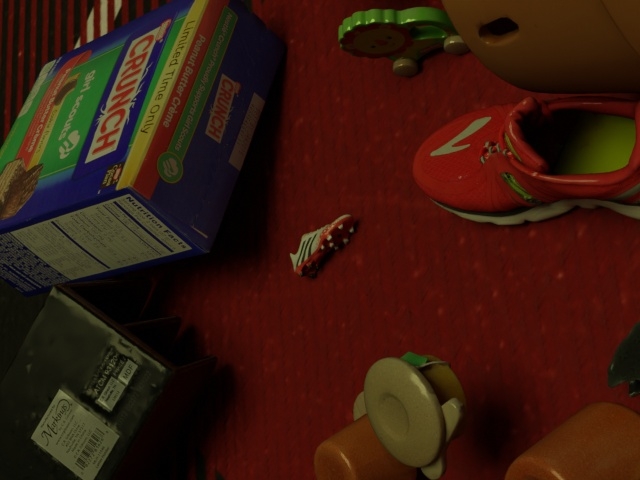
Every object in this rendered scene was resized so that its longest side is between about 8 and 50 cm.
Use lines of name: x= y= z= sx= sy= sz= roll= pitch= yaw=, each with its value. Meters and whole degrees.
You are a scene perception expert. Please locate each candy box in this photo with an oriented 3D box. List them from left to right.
candy box: x=-0.213 y=-0.099 z=1.351 sx=0.317 sy=0.122 sz=0.268 roll=-13 pitch=47 yaw=42

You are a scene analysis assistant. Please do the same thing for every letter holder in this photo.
letter holder: x=-0.234 y=0.204 z=1.313 sx=0.152 sy=0.214 sz=0.301 roll=34 pitch=101 yaw=15

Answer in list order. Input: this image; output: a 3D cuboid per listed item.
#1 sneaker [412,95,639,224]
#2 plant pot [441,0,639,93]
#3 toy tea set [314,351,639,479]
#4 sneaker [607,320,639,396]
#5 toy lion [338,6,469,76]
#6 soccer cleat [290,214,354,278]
sneaker: x=0.169 y=-0.076 z=0.985 sx=0.279 sy=0.118 sz=0.107 roll=-1 pitch=75 yaw=47
plant pot: x=0.210 y=-0.218 z=0.867 sx=0.203 sy=0.291 sz=0.290 roll=-14 pitch=66 yaw=47
toy tea set: x=0.135 y=0.177 z=0.966 sx=0.336 sy=0.124 sz=0.200 roll=30 pitch=128 yaw=45
sneaker: x=0.275 y=0.070 z=0.874 sx=0.170 sy=0.051 sz=0.089 roll=2 pitch=77 yaw=52
toy lion: x=0.070 y=-0.185 z=1.147 sx=0.100 sy=0.096 sz=0.034 roll=-18 pitch=64 yaw=42
soccer cleat: x=0.000 y=0.000 z=1.207 sx=0.083 sy=0.029 sz=0.035 roll=-50 pitch=50 yaw=28
